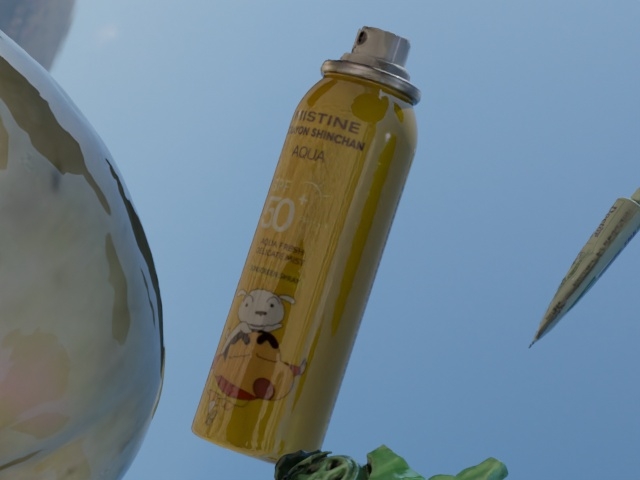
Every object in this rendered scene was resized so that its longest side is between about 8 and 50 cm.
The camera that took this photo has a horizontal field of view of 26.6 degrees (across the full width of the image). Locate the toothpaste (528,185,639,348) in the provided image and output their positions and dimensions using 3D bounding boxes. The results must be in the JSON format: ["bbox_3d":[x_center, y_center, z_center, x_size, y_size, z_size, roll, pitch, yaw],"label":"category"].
[{"bbox_3d":[0.291,0.028,1.464,0.218,0.041,0.064,-52,171,-8],"label":"toothpaste"}]

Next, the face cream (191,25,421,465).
[{"bbox_3d":[0.000,0.000,1.069,0.105,0.105,0.349,8,-101,67],"label":"face cream"}]

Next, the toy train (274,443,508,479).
[{"bbox_3d":[0.007,0.142,0.518,0.149,0.099,0.081,-34,-162,-20],"label":"toy train"}]

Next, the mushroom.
[{"bbox_3d":[-0.257,0.016,0.638,0.325,0.353,0.353,-67,-157,17],"label":"mushroom"}]
